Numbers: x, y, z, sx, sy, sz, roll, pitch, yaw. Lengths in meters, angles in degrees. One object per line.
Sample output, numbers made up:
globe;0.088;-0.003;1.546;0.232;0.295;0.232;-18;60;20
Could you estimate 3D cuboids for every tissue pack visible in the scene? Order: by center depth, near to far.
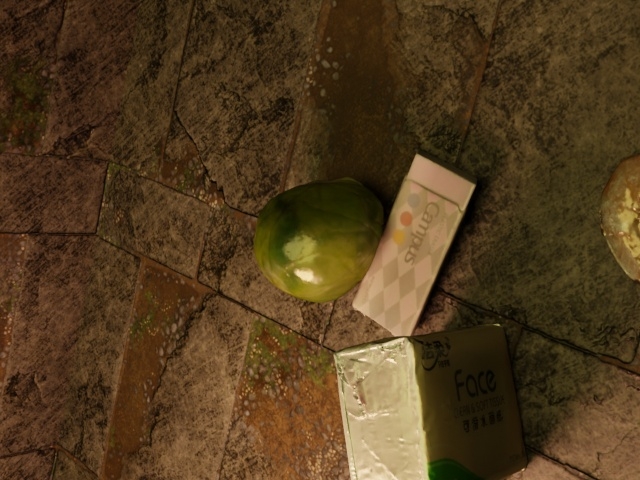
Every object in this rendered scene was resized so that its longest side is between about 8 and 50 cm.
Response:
tissue pack;0.233;0.350;1.712;0.205;0.405;0.331;-14;81;36

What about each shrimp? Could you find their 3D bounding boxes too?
shrimp;0.657;0.038;1.560;0.221;0.110;0.445;-39;63;39

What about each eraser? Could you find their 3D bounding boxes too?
eraser;0.211;0.010;1.937;0.213;0.082;0.396;32;110;35

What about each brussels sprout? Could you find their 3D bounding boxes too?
brussels sprout;0.000;0.000;1.981;0.344;0.344;0.268;3;117;40
